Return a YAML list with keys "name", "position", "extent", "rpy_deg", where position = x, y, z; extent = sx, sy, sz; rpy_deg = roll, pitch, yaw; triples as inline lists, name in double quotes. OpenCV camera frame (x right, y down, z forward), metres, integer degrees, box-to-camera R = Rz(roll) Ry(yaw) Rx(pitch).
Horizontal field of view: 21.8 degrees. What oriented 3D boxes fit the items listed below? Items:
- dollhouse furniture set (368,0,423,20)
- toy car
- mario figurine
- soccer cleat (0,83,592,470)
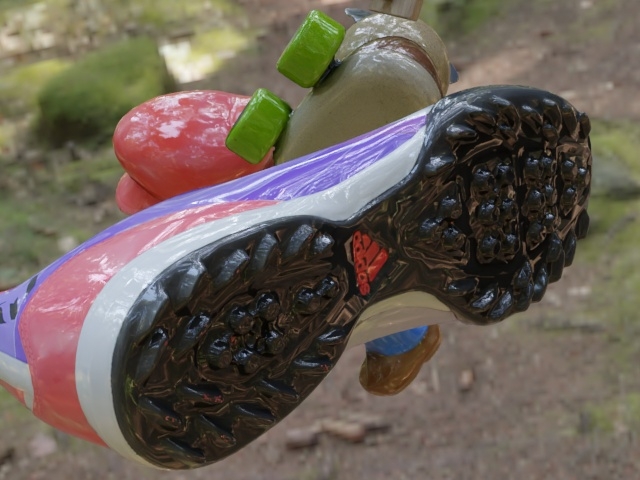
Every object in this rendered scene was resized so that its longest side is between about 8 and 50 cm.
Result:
- name: "dollhouse furniture set"
  position: [-0.017, -0.223, 1.040]
  extent: [0.151, 0.123, 0.144]
  rpy_deg: [13, 7, -27]
- name: "toy car"
  position: [0.042, -0.109, 1.220]
  extent: [0.155, 0.149, 0.188]
  rpy_deg: [33, 33, -7]
- name: "mario figurine"
  position: [-0.056, 0.009, 1.356]
  extent: [0.198, 0.320, 0.170]
  rpy_deg: [5, 58, 55]
- name: "soccer cleat"
  position: [0.000, 0.000, 0.714]
  extent: [0.116, 0.109, 0.318]
  rpy_deg: [10, 26, 42]
